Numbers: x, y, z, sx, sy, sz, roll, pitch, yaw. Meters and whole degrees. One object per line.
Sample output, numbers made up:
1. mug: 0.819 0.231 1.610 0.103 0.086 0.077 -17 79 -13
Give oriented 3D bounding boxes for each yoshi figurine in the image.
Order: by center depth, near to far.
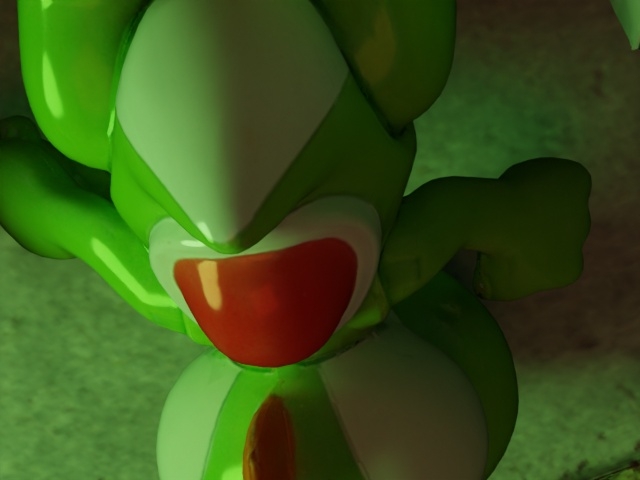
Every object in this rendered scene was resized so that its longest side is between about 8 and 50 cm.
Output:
1. yoshi figurine: -0.006 -0.011 0.650 0.203 0.203 0.362 -27 120 -32

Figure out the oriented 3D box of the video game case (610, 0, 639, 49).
1. video game case: 0.222 -0.173 0.488 0.269 0.061 0.244 -11 146 -11
